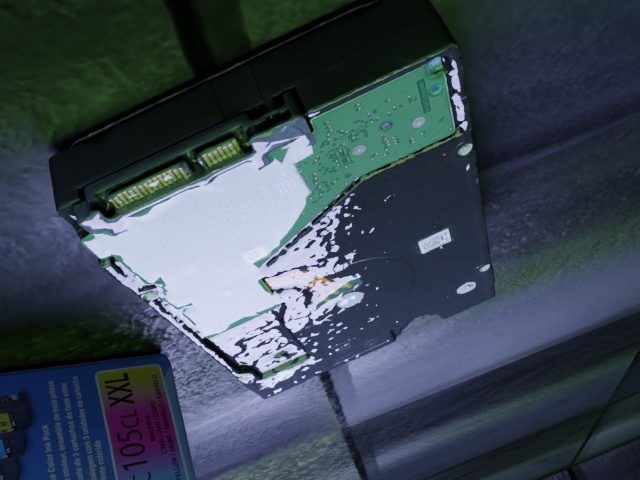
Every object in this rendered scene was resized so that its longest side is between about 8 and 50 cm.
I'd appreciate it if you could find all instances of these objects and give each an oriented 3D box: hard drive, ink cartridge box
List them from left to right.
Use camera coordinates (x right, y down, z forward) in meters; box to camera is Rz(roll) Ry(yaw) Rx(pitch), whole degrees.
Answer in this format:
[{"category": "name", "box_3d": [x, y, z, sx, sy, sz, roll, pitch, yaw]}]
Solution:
[{"category": "ink cartridge box", "box_3d": [-0.332, 0.241, 0.615, 0.395, 0.151, 0.270, -1, 142, -29]}, {"category": "hard drive", "box_3d": [0.000, 0.000, 0.539, 0.237, 0.064, 0.339, -25, 149, 4]}]
